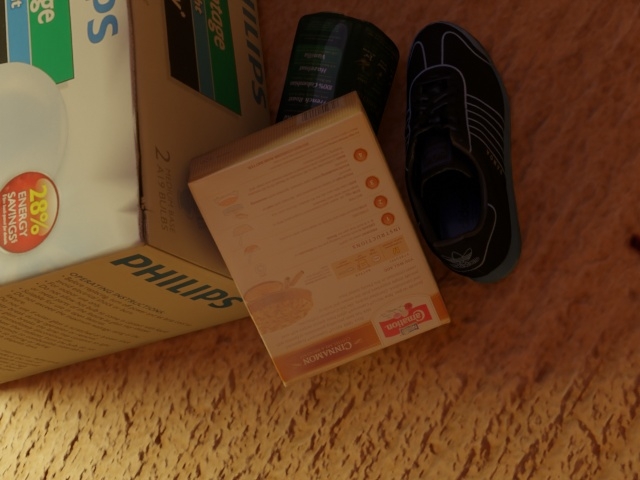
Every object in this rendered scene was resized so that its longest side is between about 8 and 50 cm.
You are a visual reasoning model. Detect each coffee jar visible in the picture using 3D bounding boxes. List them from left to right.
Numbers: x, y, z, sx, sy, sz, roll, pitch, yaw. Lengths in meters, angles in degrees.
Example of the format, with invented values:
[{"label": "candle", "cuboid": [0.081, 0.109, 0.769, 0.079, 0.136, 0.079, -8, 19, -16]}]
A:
[{"label": "coffee jar", "cuboid": [0.004, -0.091, 1.149, 0.079, 0.096, 0.184, 9, 79, 28]}]

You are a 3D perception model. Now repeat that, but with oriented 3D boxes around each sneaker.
[{"label": "sneaker", "cuboid": [0.106, -0.083, 1.093, 0.081, 0.090, 0.232, -20, 67, 22]}]

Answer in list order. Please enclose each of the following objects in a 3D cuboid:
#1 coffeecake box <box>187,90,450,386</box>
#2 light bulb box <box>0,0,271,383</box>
[{"label": "coffeecake box", "cuboid": [0.000, 0.000, 1.061, 0.142, 0.068, 0.185, -22, 110, 6]}, {"label": "light bulb box", "cuboid": [-0.248, -0.087, 1.209, 0.361, 0.225, 0.358, -17, 68, 24]}]
